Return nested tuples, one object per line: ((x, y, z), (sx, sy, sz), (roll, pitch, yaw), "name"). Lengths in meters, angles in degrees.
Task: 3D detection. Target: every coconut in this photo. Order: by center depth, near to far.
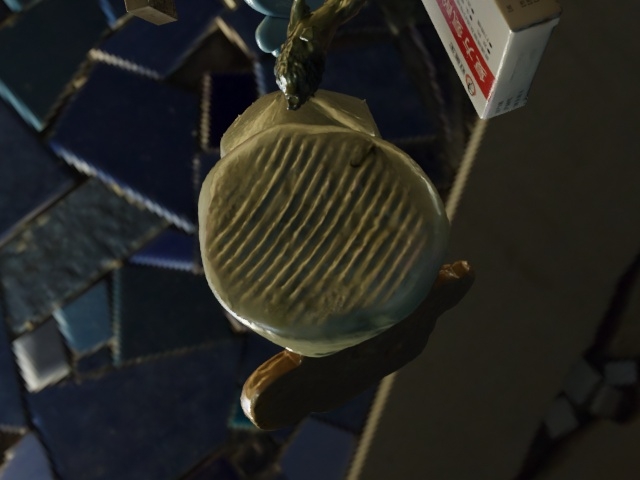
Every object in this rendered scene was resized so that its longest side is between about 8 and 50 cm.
((-0.019, -0.111, 1.836), (0.245, 0.247, 0.245), (-3, -146, 2), "coconut")

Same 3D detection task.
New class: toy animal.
((0.006, -0.245, 1.356), (0.220, 0.069, 0.086), (-56, 150, 11), "toy animal")

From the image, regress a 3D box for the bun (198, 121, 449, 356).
((0.000, 0.000, 1.182), (0.210, 0.237, 0.116), (-68, 162, -3), "bun")

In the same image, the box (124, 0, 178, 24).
((-0.154, -0.225, 1.139), (0.024, 0.053, 0.083), (-13, 180, 10), "box")

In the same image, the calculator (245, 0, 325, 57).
((-0.023, -0.369, 1.541), (0.188, 0.042, 0.303), (-3, 114, -53), "calculator")

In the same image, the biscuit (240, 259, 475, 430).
((0.052, 0.130, 1.744), (0.376, 0.051, 0.269), (-30, 152, -15), "biscuit")

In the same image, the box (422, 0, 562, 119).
((0.141, -0.330, 1.386), (0.069, 0.353, 0.214), (-20, 163, -7), "box")
